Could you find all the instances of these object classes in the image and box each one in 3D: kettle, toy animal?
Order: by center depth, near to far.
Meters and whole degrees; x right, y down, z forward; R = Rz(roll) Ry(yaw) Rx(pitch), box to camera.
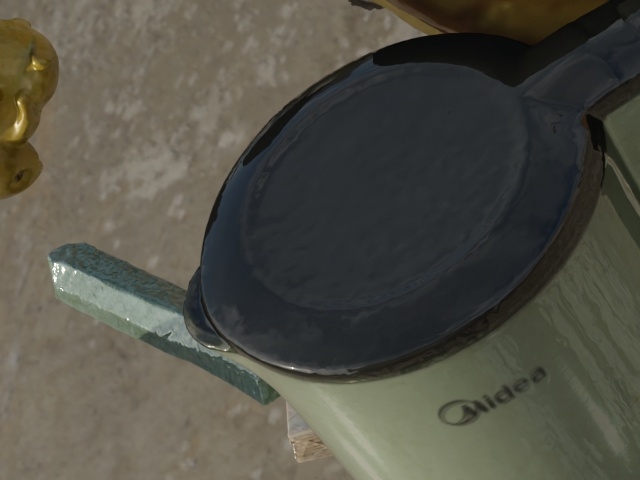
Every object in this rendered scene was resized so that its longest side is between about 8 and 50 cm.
[{"bbox_3d":[0.161,0.050,0.719,0.361,0.377,0.250,-30,43,10],"label":"kettle"},{"bbox_3d":[-0.226,-0.071,0.843,0.083,0.070,0.159,-109,32,-65],"label":"toy animal"}]

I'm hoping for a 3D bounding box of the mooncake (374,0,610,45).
[{"bbox_3d":[0.160,-0.305,0.728,0.394,0.393,0.246,-32,26,23],"label":"mooncake"}]

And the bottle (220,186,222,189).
[{"bbox_3d":[0.000,0.000,1.763,0.336,0.144,0.144,29,95,39],"label":"bottle"}]

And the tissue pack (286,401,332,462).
[{"bbox_3d":[0.027,0.167,1.779,0.170,0.071,0.325,-14,38,7],"label":"tissue pack"}]

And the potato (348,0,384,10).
[{"bbox_3d":[0.045,-0.516,1.920,0.266,0.229,0.229,47,110,27],"label":"potato"}]

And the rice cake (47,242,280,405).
[{"bbox_3d":[-0.116,0.054,0.875,0.245,0.042,0.045,20,126,39],"label":"rice cake"}]
